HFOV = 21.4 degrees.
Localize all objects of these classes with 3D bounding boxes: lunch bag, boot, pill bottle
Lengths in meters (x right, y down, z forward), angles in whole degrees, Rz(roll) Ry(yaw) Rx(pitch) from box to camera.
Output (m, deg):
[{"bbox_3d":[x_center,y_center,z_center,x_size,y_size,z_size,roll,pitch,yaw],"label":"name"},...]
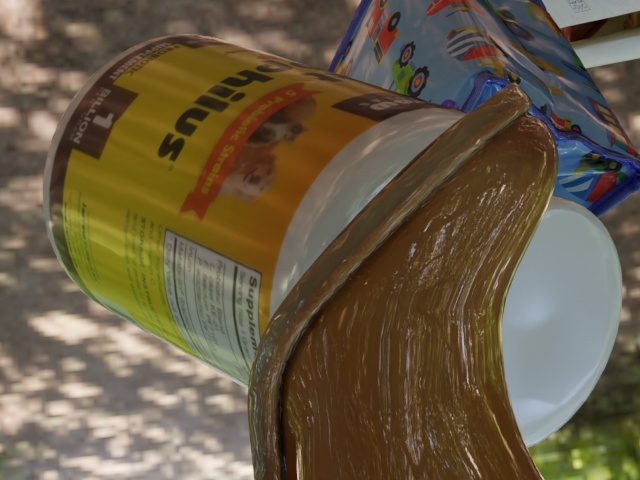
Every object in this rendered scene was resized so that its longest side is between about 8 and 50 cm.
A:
[{"bbox_3d":[0.043,-0.024,1.112,0.138,0.221,0.293,27,115,-27],"label":"lunch bag"},{"bbox_3d":[0.046,0.078,0.391,0.152,0.197,0.073,31,-173,10],"label":"boot"},{"bbox_3d":[0.000,0.000,0.600,0.117,0.117,0.215,8,-170,-41],"label":"pill bottle"}]

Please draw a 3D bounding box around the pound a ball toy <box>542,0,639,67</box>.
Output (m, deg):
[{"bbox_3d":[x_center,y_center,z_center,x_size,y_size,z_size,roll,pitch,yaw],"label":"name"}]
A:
[{"bbox_3d":[0.234,-0.184,1.443,0.136,0.208,0.319,43,153,-26],"label":"pound a ball toy"}]
